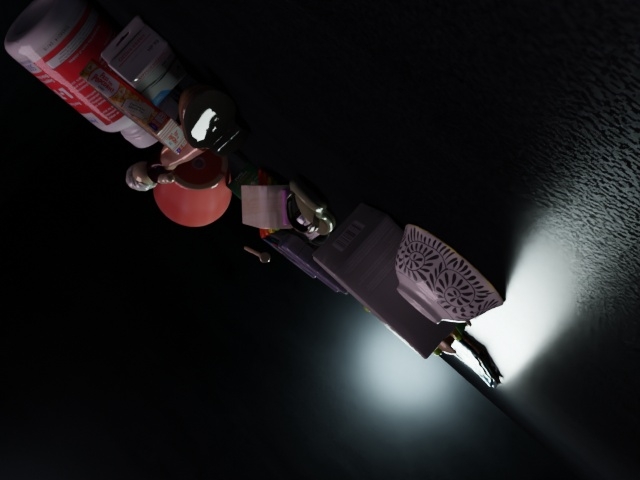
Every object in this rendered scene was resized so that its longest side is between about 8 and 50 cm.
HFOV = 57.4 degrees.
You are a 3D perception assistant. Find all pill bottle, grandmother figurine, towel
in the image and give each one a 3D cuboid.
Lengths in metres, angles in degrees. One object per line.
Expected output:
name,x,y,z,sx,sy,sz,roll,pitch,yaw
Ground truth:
pill bottle,-0.569,-0.432,1.516,0.229,0.229,0.408,38,175,46
grandmother figurine,-0.438,-0.243,1.681,0.104,0.343,0.207,44,-144,-28
towel,0.360,0.276,1.613,0.271,0.040,0.370,39,175,33

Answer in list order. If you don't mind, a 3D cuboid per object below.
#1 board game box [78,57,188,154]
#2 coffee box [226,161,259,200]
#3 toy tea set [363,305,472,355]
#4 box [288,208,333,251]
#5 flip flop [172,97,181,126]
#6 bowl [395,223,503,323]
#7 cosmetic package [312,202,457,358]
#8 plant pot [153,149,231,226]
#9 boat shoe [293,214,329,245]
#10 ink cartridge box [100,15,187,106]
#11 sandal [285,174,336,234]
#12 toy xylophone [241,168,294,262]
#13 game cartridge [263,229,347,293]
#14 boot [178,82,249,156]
board game box,-0.360,-0.257,1.150,0.194,0.045,0.147,38,176,5
coffee box,-0.197,-0.154,1.868,0.184,0.113,0.040,39,179,16
toy tea set,0.175,0.135,1.165,0.336,0.124,0.200,43,176,-19
box,0.000,0.000,1.791,0.232,0.087,0.058,43,176,-4
flip flop,-0.422,-0.370,1.911,0.112,0.080,0.277,40,176,26
bowl,0.159,0.062,0.807,0.170,0.080,0.170,41,177,3
cosmetic package,0.119,0.066,0.939,0.238,0.127,0.107,46,175,-27
plant pot,-0.409,-0.210,1.912,0.275,0.275,0.243,42,157,0
boat shoe,-0.019,-0.023,1.626,0.084,0.095,0.258,46,178,7
ink cartridge box,-0.329,-0.333,1.109,0.060,0.104,0.180,41,177,5
sandal,-0.040,-0.068,1.347,0.120,0.086,0.303,41,177,13
toy xylophone,-0.160,-0.071,1.655,0.081,0.236,0.323,-3,-165,-21
game cartridge,-0.055,0.049,1.747,0.230,0.068,0.355,34,176,-18
boot,-0.225,-0.247,1.118,0.115,0.112,0.305,52,180,4
